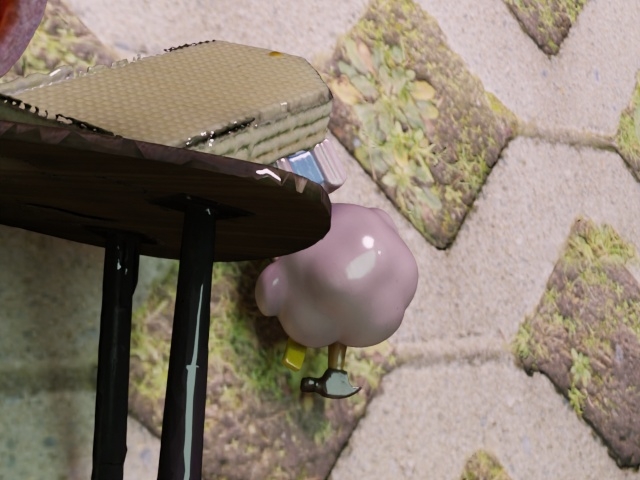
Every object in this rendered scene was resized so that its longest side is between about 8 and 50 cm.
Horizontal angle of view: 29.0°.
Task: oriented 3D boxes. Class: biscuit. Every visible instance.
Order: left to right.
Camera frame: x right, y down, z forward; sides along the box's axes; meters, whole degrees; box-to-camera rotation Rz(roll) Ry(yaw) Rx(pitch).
[{"bbox_3d":[-0.086,-0.086,0.832,0.252,0.150,0.052,-30,132,-54],"label":"biscuit"}]

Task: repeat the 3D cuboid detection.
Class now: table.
[{"bbox_3d":[-0.146,0.095,0.674,0.317,0.317,0.249,18,77,-42],"label":"table"}]

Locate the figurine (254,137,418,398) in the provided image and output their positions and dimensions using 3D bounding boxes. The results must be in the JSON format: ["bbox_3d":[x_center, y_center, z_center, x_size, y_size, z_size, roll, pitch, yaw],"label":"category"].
[{"bbox_3d":[0.000,0.000,0.931,0.137,0.112,0.229,-21,82,-43],"label":"figurine"}]

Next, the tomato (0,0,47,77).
[{"bbox_3d":[-0.263,-0.180,0.701,0.199,0.112,0.228,-42,143,-34],"label":"tomato"}]
